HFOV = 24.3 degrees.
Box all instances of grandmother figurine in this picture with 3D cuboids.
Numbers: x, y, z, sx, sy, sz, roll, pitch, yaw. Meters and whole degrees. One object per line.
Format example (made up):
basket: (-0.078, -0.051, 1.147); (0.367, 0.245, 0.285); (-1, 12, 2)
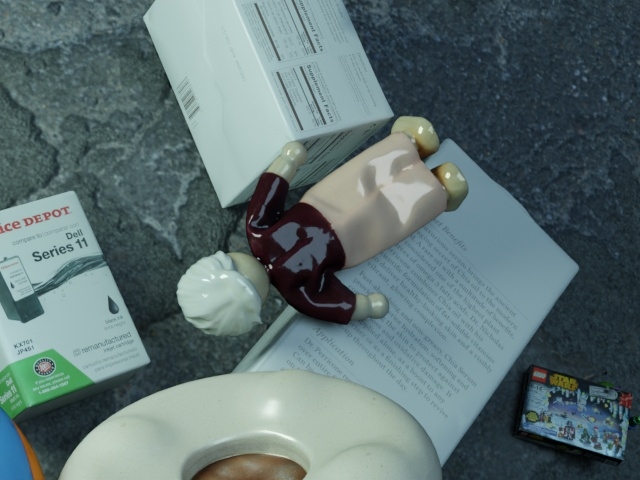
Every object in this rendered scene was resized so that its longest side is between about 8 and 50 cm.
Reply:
grandmother figurine: (0.000, 0.000, 1.575); (0.342, 0.104, 0.208); (-30, 78, -26)

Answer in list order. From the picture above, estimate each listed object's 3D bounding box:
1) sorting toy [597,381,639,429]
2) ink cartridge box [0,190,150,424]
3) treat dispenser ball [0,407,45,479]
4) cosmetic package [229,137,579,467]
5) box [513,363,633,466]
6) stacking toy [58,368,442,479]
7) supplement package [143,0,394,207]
sorting toy: (0.379, 0.225, 1.901); (0.061, 0.042, 0.102); (24, 59, -19)
ink cartridge box: (-0.294, 0.069, 1.553); (0.153, 0.087, 0.208); (-20, 79, -35)
treat dispenser ball: (-0.381, 0.252, 1.298); (0.288, 0.288, 0.288); (12, 64, -25)
cosmetic package: (0.079, 0.119, 1.700); (0.230, 0.161, 0.453); (45, 55, -4)
box: (0.316, 0.218, 1.852); (0.137, 0.027, 0.094); (16, 60, -2)
stacking toy: (-0.052, 0.395, 1.415); (0.350, 0.350, 0.480); (-22, 119, -35)
supplement package: (-0.066, -0.205, 1.731); (0.145, 0.204, 0.262); (-16, 78, -32)
